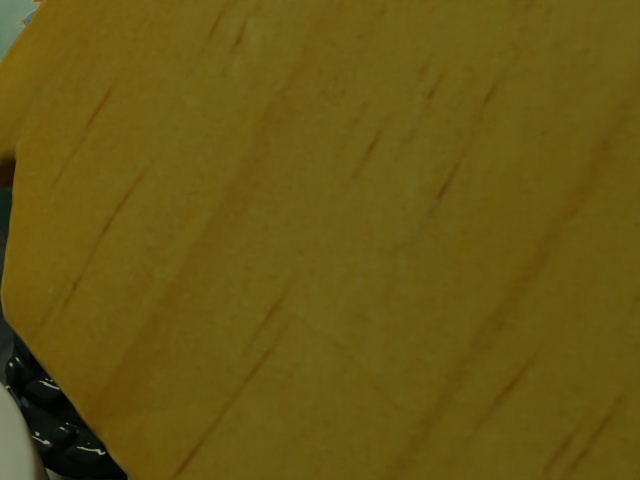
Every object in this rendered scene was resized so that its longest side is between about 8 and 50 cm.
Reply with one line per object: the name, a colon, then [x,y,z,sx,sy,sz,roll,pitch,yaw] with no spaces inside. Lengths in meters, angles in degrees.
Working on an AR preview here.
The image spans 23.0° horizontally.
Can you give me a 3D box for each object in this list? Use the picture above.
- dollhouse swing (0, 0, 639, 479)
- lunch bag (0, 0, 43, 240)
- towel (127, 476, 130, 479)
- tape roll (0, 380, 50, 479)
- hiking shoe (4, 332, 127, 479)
dollhouse swing: [0.137,-0.006,0.519,0.347,0.305,0.315,44,102,34]
lunch bag: [-0.100,-0.118,0.840,0.223,0.160,0.262,-22,40,-9]
towel: [0.105,0.086,0.496,0.324,0.038,0.248,-12,49,-7]
tape roll: [-0.174,0.159,0.456,0.246,0.169,0.246,-10,35,7]
hiking shoe: [0.000,0.000,0.690,0.304,0.132,0.113,-42,65,-6]
